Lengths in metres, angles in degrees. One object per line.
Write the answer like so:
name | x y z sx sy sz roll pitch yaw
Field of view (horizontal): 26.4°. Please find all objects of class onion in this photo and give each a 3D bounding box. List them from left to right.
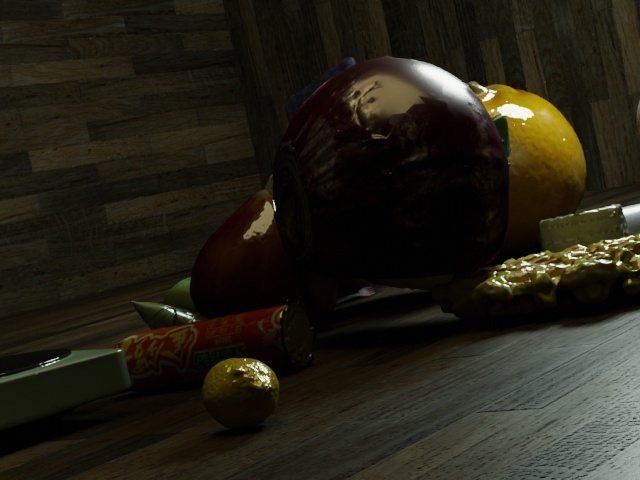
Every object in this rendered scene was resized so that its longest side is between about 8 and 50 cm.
onion | 0.078 -0.092 1.656 0.282 0.260 0.336 -9 10 -5

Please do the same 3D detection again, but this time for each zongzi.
zongzi | -0.186 0.108 1.747 0.130 0.062 0.154 29 -4 -7

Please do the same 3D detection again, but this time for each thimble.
thimble | 0.357 0.005 1.825 0.115 0.090 0.102 -12 -1 26

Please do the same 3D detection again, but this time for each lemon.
lemon | -0.069 0.134 1.202 0.065 0.065 0.092 -14 -1 -40

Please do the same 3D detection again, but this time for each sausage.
sausage | -0.139 0.129 1.550 0.264 0.083 0.083 -12 2 23

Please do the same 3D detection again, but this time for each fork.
fork | 0.045 0.090 2.153 0.115 0.016 0.012 -14 -19 -37

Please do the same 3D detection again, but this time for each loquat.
loquat | 0.303 -0.122 2.397 0.329 0.328 0.328 -12 3 1

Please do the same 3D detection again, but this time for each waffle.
waffle | 0.301 0.038 1.599 0.302 0.068 0.325 -9 5 44

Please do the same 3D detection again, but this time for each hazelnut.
hazelnut | -0.076 0.034 1.813 0.208 0.208 0.208 -12 3 1

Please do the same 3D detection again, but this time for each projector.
projector | -0.372 0.176 1.452 0.259 0.079 0.257 -14 4 -40

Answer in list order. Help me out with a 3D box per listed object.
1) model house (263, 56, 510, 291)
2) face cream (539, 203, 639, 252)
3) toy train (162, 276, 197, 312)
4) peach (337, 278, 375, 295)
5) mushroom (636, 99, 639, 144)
model house | 0.100 -0.107 1.972 0.312 0.280 0.245 8 31 -13
face cream | 0.430 -0.010 1.942 0.229 0.075 0.075 -13 3 -14
toy train | -0.137 0.074 2.074 0.190 0.126 0.307 -13 4 -22
peach | 0.000 0.000 2.242 0.251 0.153 0.251 21 -19 8
mushroom | 0.707 -0.218 2.246 0.362 0.294 0.362 5 -26 3
